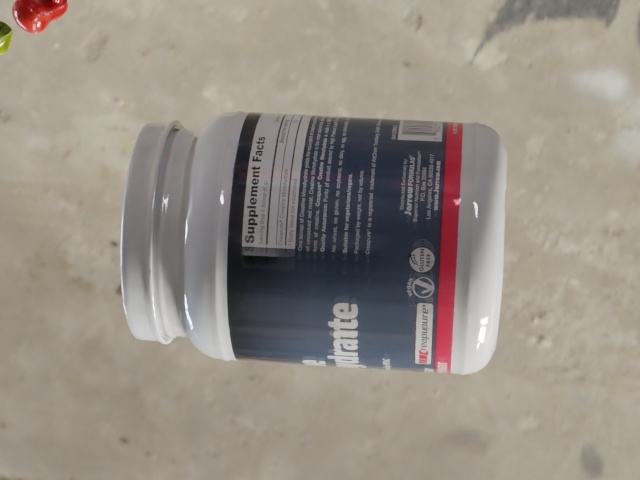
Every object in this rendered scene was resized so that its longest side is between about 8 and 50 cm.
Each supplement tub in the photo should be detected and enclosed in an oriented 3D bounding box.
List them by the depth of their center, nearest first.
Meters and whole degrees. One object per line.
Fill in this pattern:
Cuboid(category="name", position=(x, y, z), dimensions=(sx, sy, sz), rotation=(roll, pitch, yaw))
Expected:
Cuboid(category="supplement tub", position=(0.000, 0.000, 1.159), dimensions=(0.272, 0.191, 0.191), rotation=(3, 129, 5))

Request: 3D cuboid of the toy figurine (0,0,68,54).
Cuboid(category="toy figurine", position=(-0.235, -0.263, 0.976), dimensions=(0.217, 0.362, 0.191), rotation=(39, 147, 11))
